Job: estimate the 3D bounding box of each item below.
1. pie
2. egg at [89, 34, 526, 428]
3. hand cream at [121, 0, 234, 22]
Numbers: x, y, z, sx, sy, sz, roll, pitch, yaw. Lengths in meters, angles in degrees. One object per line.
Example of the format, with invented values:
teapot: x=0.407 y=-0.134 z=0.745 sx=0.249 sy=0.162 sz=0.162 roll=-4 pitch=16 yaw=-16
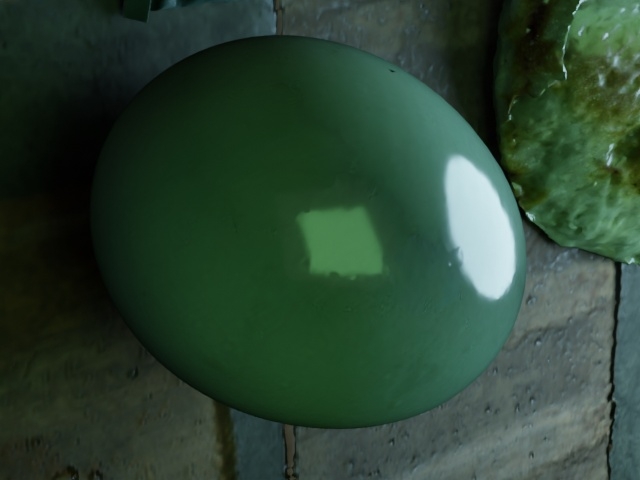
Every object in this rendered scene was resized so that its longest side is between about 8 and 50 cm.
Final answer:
pie: x=0.211 y=-0.106 z=0.922 sx=0.257 sy=0.105 sz=0.274 roll=-43 pitch=128 yaw=-4
egg: x=0.000 y=0.000 z=0.701 sx=0.231 sy=0.168 sz=0.168 roll=26 pitch=86 yaw=-46
hand cream: x=0.019 y=-0.159 z=0.744 sx=0.248 sy=0.052 sz=0.075 roll=-20 pitch=117 yaw=-37
